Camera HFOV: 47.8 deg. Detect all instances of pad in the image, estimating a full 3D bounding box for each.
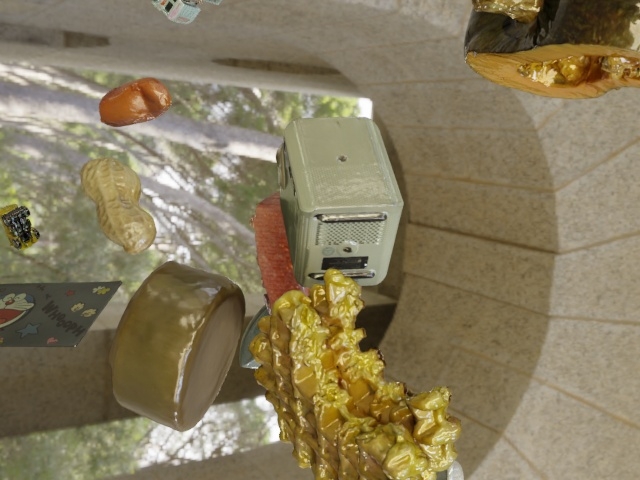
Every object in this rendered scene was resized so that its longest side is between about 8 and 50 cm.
[{"bbox_3d":[-0.446,0.109,1.107,0.170,0.246,0.006,-70,155,-58],"label":"pad"}]

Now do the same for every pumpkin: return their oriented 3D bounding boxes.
[{"bbox_3d":[0.269,-0.244,0.777,0.139,0.222,0.317,-69,-161,5],"label":"pumpkin"}]

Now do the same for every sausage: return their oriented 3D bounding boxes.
[{"bbox_3d":[-0.371,-0.278,1.455,0.179,0.089,0.089,-8,-96,27],"label":"sausage"}]

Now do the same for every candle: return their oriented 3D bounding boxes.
[{"bbox_3d":[0.000,0.000,1.345,0.132,0.287,0.316,4,-116,38],"label":"candle"}]

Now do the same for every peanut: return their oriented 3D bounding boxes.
[{"bbox_3d":[-0.483,-0.089,1.744,0.136,0.120,0.298,-36,-117,10],"label":"peanut"}]

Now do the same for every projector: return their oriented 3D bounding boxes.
[{"bbox_3d":[0.023,-0.068,1.114,0.177,0.164,0.242,99,-17,-47],"label":"projector"}]

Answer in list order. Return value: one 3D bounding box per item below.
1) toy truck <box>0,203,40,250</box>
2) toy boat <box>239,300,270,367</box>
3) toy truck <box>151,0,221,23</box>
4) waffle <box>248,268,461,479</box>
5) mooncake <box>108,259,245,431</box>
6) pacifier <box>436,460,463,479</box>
[{"bbox_3d":[-0.571,-0.024,1.366,0.054,0.049,0.083,20,-46,36],"label":"toy truck"},{"bbox_3d":[-0.060,0.176,1.626,0.141,0.320,0.092,49,-1,-14],"label":"toy boat"},{"bbox_3d":[-0.267,-0.534,1.525,0.177,0.080,0.115,-46,-106,25],"label":"toy truck"},{"bbox_3d":[0.041,0.218,0.999,0.324,0.151,0.261,52,-35,28],"label":"waffle"},{"bbox_3d":[-0.251,0.181,1.276,0.156,0.284,0.284,15,-71,12],"label":"mooncake"},{"bbox_3d":[0.109,0.406,1.107,0.227,0.208,0.278,162,-68,-66],"label":"pacifier"}]
